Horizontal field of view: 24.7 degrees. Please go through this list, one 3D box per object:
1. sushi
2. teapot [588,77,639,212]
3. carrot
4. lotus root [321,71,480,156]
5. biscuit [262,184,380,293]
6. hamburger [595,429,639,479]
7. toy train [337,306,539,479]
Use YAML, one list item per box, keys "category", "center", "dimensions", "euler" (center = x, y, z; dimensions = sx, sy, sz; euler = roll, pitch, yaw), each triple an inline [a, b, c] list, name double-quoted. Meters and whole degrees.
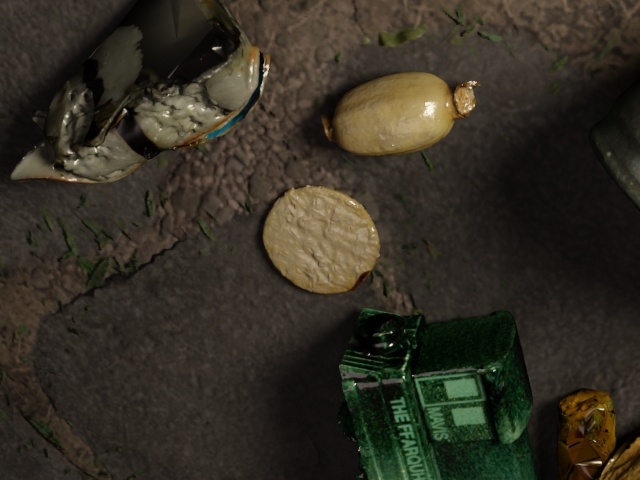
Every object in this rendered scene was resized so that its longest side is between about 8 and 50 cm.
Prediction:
- category: "sushi"
  center: [-0.162, -0.117, 1.351]
  dimensions: [0.109, 0.134, 0.273]
  euler: [31, 117, -37]
- category: "teapot"
  center: [0.398, -0.054, 1.132]
  dimensions: [0.321, 0.239, 0.239]
  euler: [41, 111, -1]
- category: "carrot"
  center: [0.266, 0.248, 1.433]
  dimensions: [0.069, 0.069, 0.229]
  euler: [-1, 116, 19]
- category: "lotus root"
  center: [0.069, -0.112, 1.298]
  dimensions: [0.150, 0.073, 0.062]
  euler: [-11, 156, 22]
- category: "biscuit"
  center: [0.000, 0.000, 1.412]
  dimensions: [0.120, 0.015, 0.120]
  euler: [8, 119, 15]
- category: "hamburger"
  center: [0.355, 0.250, 1.266]
  dimensions: [0.318, 0.318, 0.158]
  euler: [-32, 108, 29]
- category: "toy train"
  center: [0.127, 0.213, 1.417]
  dimensions: [0.178, 0.138, 0.330]
  euler: [-9, 115, 17]
